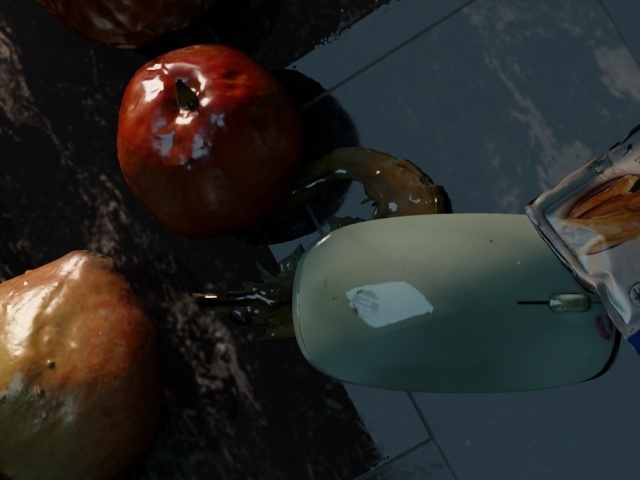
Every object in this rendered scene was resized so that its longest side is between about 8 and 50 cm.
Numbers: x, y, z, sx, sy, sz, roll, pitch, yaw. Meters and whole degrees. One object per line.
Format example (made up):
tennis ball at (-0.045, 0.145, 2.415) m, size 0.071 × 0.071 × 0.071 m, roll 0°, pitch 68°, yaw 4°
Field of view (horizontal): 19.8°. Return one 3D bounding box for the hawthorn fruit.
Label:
hawthorn fruit at (-0.109, -0.100, 1.665) m, size 0.179 × 0.200 × 0.179 m, roll -8°, pitch 63°, yaw 15°

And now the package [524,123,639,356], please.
package at (0.294, -0.009, 1.605) m, size 0.171 × 0.027 × 0.173 m, roll -35°, pitch 76°, yaw -12°

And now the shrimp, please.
shrimp at (0.000, 0.000, 1.711) m, size 0.253 × 0.058 × 0.173 m, roll -10°, pitch 77°, yaw 14°

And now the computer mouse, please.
computer mouse at (0.119, 0.055, 1.615) m, size 0.289 × 0.097 × 0.159 m, roll 0°, pitch 86°, yaw 3°

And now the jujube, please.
jujube at (-0.206, -0.288, 1.736) m, size 0.255 × 0.190 × 0.190 m, roll 31°, pitch 98°, yaw 34°

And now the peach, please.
peach at (-0.246, 0.117, 1.707) m, size 0.233 × 0.232 × 0.232 m, roll -1°, pitch 88°, yaw 18°
